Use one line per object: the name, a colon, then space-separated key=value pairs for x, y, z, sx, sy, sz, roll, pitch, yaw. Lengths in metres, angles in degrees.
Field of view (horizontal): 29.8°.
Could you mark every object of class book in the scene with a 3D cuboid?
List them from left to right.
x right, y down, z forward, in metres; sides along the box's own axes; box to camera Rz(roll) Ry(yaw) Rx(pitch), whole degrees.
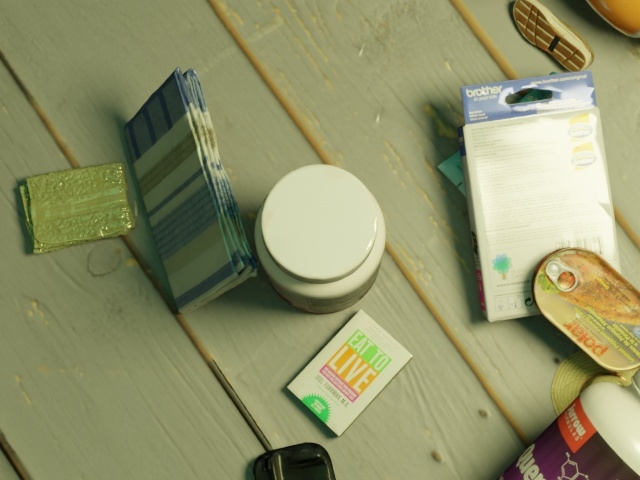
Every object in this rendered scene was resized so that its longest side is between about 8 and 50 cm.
book: x=0.040 y=0.176 z=1.602 sx=0.096 sy=0.035 sz=0.144 roll=42 pitch=85 yaw=11

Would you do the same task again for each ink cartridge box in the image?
ink cartridge box: x=0.288 y=-0.060 z=1.595 sx=0.185 sy=0.065 sz=0.311 roll=-8 pitch=94 yaw=-2

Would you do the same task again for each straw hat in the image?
straw hat: x=0.379 y=0.205 z=1.576 sx=0.144 sy=0.061 sz=0.145 roll=0 pitch=80 yaw=1

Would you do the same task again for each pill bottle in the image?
pill bottle: x=0.000 y=0.000 z=1.501 sx=0.160 sy=0.283 sz=0.160 roll=0 pitch=80 yaw=0
pill bottle: x=0.331 y=0.299 z=1.453 sx=0.181 sy=0.181 sz=0.323 roll=42 pitch=106 yaw=7

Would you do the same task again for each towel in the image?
towel: x=-0.332 y=-0.046 z=1.642 sx=0.148 sy=0.027 sz=0.110 roll=-13 pitch=80 yaw=0
towel: x=-0.174 y=-0.059 z=1.568 sx=0.034 sy=0.209 sz=0.285 roll=-11 pitch=77 yaw=-35

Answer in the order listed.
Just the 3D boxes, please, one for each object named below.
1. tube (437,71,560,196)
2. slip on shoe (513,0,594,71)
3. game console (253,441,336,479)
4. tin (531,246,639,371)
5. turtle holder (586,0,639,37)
tube: x=0.262 y=-0.142 z=1.643 sx=0.207 sy=0.052 sz=0.080 roll=-43 pitch=79 yaw=-1
slip on shoe: x=0.325 y=-0.289 z=1.670 sx=0.135 sy=0.051 sz=0.041 roll=43 pitch=44 yaw=15
game console: x=0.012 y=0.440 z=1.552 sx=0.213 sy=0.044 sz=0.361 roll=-13 pitch=81 yaw=-3
tin: x=0.356 y=0.089 z=1.555 sx=0.189 sy=0.040 sz=0.106 roll=42 pitch=87 yaw=-3
turtle holder: x=0.463 y=-0.421 z=1.582 sx=0.227 sy=0.243 sz=0.320 roll=23 pitch=94 yaw=4
